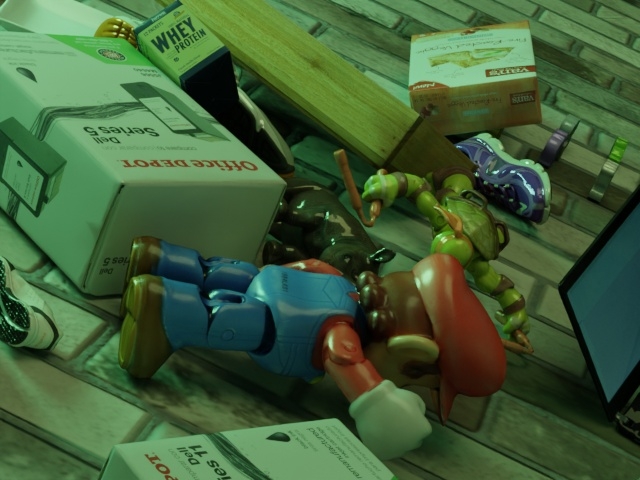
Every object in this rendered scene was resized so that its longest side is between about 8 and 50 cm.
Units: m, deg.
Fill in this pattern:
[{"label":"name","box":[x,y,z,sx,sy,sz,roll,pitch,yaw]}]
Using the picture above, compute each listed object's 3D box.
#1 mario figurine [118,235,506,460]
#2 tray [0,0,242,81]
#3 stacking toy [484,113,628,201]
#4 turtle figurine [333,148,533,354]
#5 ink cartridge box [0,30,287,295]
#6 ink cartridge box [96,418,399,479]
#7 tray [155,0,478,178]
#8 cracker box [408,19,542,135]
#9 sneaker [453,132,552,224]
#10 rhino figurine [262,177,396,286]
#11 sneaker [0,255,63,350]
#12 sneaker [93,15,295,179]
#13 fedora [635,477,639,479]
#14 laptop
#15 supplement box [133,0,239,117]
[{"label":"mario figurine","box":[-0.006,0.097,1.437,0.321,0.170,0.198,9,62,-9]},{"label":"tray","box":[-0.221,-0.206,1.935,0.270,0.030,0.145,21,24,-6]},{"label":"stacking toy","box":[0.306,-0.132,2.242,0.167,0.052,0.221,27,23,8]},{"label":"turtle figurine","box":[0.129,-0.017,1.724,0.269,0.087,0.217,43,16,-4]},{"label":"ink cartridge box","box":[-0.194,-0.075,1.576,0.198,0.114,0.273,-3,35,-46]},{"label":"ink cartridge box","box":[-0.035,0.202,1.174,0.208,0.087,0.153,-2,34,-44]},{"label":"tray","box":[-0.029,-0.190,1.921,0.411,0.076,0.203,38,3,25]},{"label":"cracker box","box":[0.191,-0.203,2.183,0.156,0.067,0.232,-7,24,6]},{"label":"sneaker","box":[0.201,-0.065,2.012,0.071,0.068,0.170,-12,31,-31]},{"label":"rhino figurine","box":[0.000,0.000,1.620,0.106,0.073,0.243,11,16,-26]},{"label":"sneaker","box":[-0.238,0.052,1.377,0.044,0.040,0.109,24,21,-44]},{"label":"sneaker","box":[-0.109,-0.151,1.808,0.262,0.099,0.121,42,33,19]},{"label":"fedora","box":[0.265,0.261,1.283,0.244,0.124,0.275,31,24,17]},{"label":"laptop","box":[0.372,0.086,1.644,0.264,0.136,0.234,31,49,17]},{"label":"supplement box","box":[-0.129,-0.169,1.690,0.056,0.083,0.083,-36,63,-16]}]
